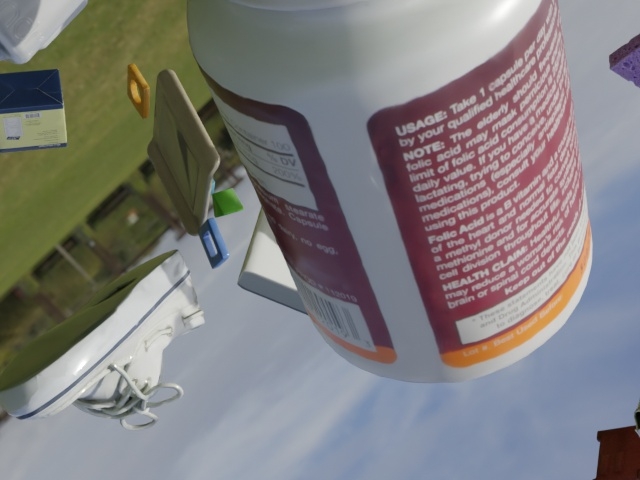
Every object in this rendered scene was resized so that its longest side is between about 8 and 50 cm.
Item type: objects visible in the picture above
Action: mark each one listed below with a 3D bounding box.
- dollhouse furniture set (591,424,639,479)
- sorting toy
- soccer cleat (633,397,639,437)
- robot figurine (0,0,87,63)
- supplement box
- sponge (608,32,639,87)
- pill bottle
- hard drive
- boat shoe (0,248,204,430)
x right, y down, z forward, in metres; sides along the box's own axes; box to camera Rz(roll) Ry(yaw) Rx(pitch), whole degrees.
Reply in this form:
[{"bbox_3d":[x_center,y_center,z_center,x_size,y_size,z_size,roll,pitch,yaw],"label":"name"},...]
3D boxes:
[{"bbox_3d":[0.486,0.450,1.705,0.152,0.201,0.374,-19,-152,31],"label":"dollhouse furniture set"},{"bbox_3d":[-0.192,-0.129,1.738,0.047,0.347,0.196,-19,156,-24],"label":"sorting toy"},{"bbox_3d":[0.436,0.229,1.607,0.029,0.035,0.083,-23,-140,41],"label":"soccer cleat"},{"bbox_3d":[-0.443,-0.403,1.764,0.353,0.200,0.300,-51,158,-10],"label":"robot figurine"},{"bbox_3d":[-0.349,-0.154,1.431,0.083,0.056,0.083,-6,149,-12],"label":"supplement box"},{"bbox_3d":[0.511,-0.273,1.631,0.210,0.117,0.031,-36,-143,43],"label":"sponge"},{"bbox_3d":[0.046,-0.104,0.770,0.224,0.392,0.224,-10,-133,11],"label":"pill bottle"},{"bbox_3d":[0.000,0.000,2.094,0.353,0.233,0.047,-77,-169,-53],"label":"hard drive"},{"bbox_3d":[-0.218,0.141,1.329,0.136,0.156,0.367,-24,-170,19],"label":"boat shoe"}]
